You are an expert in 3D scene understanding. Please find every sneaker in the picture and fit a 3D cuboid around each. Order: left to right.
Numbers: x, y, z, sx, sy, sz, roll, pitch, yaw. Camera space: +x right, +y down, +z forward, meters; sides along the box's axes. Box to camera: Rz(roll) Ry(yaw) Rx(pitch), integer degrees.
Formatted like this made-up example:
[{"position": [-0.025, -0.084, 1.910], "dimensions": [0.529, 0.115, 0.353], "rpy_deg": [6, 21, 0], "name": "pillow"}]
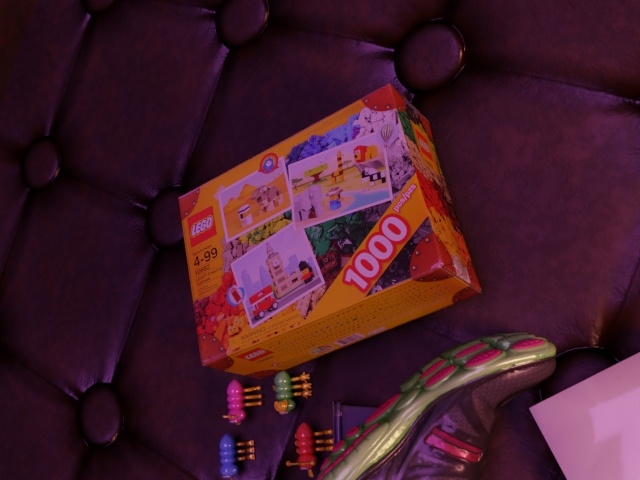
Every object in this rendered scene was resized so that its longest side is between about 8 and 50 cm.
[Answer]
[{"position": [0.214, 0.334, 1.303], "dimensions": [0.483, 0.185, 0.202], "rpy_deg": [-41, 93, 8], "name": "sneaker"}]

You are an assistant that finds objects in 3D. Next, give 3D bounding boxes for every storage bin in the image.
[{"position": [0.069, 0.368, 1.423], "dimensions": [0.091, 0.098, 0.135], "rpy_deg": [0, 80, 2], "name": "storage bin"}]

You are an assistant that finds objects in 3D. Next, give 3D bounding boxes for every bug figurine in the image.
[{"position": [-0.115, 0.379, 1.530], "dimensions": [0.279, 0.072, 0.216], "rpy_deg": [-16, 74, 27], "name": "bug figurine"}]

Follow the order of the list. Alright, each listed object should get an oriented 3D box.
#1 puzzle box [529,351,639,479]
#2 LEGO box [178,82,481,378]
[{"position": [0.542, 0.385, 1.163], "dimensions": [0.272, 0.052, 0.408], "rpy_deg": [-33, 67, 21], "name": "puzzle box"}, {"position": [0.000, 0.000, 1.431], "dimensions": [0.500, 0.193, 0.372], "rpy_deg": [-25, 62, 24], "name": "LEGO box"}]
